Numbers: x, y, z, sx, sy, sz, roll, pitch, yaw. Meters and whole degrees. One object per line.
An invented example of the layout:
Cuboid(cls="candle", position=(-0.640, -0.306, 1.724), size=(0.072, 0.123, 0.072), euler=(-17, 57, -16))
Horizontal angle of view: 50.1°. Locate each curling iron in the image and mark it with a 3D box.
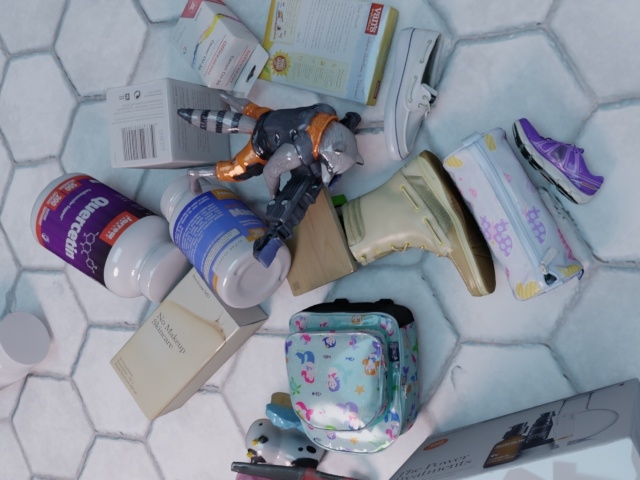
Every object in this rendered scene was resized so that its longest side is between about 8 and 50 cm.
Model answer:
Cuboid(cls="curling iron", position=(-0.030, 0.439, 1.237), size=(0.273, 0.035, 0.068), euler=(19, 101, -16))

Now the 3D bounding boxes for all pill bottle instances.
Cuboid(cls="pill bottle", position=(-0.425, -0.001, 1.407), size=(0.322, 0.181, 0.182), euler=(28, 105, 22))
Cuboid(cls="pill bottle", position=(-0.786, 0.281, 1.621), size=(0.283, 0.160, 0.161), euler=(-27, 82, 25))
Cuboid(cls="pill bottle", position=(-0.189, -0.011, 1.288), size=(0.272, 0.152, 0.152), euler=(44, 112, 34))

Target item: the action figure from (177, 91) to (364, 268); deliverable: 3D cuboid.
Cuboid(cls="action figure", position=(-0.089, -0.137, 1.152), size=(0.330, 0.179, 0.341), euler=(5, 55, 30))

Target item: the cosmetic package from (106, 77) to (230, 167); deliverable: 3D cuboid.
Cuboid(cls="cosmetic package", position=(-0.290, -0.218, 1.321), size=(0.151, 0.183, 0.152), euler=(-2, 94, 27))

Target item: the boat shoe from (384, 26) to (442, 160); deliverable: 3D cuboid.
Cuboid(cls="boat shoe", position=(0.159, -0.246, 1.150), size=(0.075, 0.083, 0.227), euler=(7, 96, 27))

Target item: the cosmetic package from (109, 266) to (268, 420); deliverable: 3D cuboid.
Cuboid(cls="cosmetic package", position=(-0.269, 0.203, 1.384), size=(0.160, 0.113, 0.309), euler=(49, 113, 15))

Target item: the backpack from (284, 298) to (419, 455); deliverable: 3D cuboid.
Cuboid(cls="backpack", position=(0.056, 0.243, 1.190), size=(0.225, 0.191, 0.254), euler=(-2, 98, 26))

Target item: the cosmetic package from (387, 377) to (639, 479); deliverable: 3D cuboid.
Cuboid(cls="cosmetic package", position=(0.295, 0.332, 1.015), size=(0.377, 0.284, 0.098), euler=(-25, 81, 25))

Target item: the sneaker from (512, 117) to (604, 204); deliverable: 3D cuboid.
Cuboid(cls="sneaker", position=(0.371, -0.133, 1.076), size=(0.071, 0.068, 0.170), euler=(-45, 83, 7))

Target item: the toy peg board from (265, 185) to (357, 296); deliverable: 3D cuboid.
Cuboid(cls="toy peg board", position=(0.000, 0.000, 1.265), size=(0.160, 0.079, 0.161), euler=(-27, 81, 42))

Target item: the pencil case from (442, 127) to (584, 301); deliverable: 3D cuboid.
Cuboid(cls="pencil case", position=(0.298, -0.040, 1.075), size=(0.113, 0.124, 0.273), euler=(-31, 79, 25))

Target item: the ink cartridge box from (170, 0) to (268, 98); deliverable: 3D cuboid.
Cuboid(cls="ink cartridge box", position=(-0.194, -0.368, 1.301), size=(0.198, 0.067, 0.115), euler=(50, 123, 26))

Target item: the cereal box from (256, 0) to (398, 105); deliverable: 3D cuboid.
Cuboid(cls="cereal box", position=(0.007, -0.353, 1.238), size=(0.240, 0.047, 0.173), euler=(20, 103, 24))

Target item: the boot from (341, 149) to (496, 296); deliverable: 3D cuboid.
Cuboid(cls="boot", position=(0.161, 0.007, 1.162), size=(0.203, 0.095, 0.262), euler=(-31, 78, 25))

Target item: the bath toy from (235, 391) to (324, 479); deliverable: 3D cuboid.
Cuboid(cls="bath toy", position=(-0.101, 0.468, 1.311), size=(0.151, 0.129, 0.349), euler=(24, 105, 23))
